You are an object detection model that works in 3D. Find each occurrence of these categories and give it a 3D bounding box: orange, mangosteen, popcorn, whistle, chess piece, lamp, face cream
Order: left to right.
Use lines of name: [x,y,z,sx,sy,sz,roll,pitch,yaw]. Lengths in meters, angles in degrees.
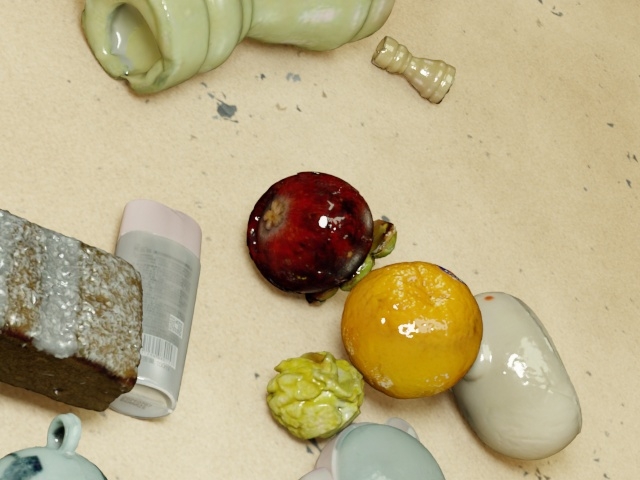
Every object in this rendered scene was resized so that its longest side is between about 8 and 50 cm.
whistle: [-0.276,0.308,1.463,0.163,0.163,0.289,16,86,-30]
face cream: [-0.193,0.074,1.752,0.107,0.073,0.269,27,44,-26]
chess piece: [-0.111,-0.341,2.069,0.442,0.234,0.234,-25,75,-43]
popcorn: [-0.001,0.179,1.802,0.121,0.106,0.116,26,54,-21]
mangosteen: [0.000,0.000,1.909,0.180,0.166,0.166,33,41,-31]
lamp: [0.064,0.298,1.755,0.246,0.108,0.179,-15,66,-45]
orange: [0.111,0.109,1.860,0.178,0.155,0.177,21,37,-17]
chess piece: [0.141,-0.263,2.317,0.122,0.066,0.066,27,44,-14]

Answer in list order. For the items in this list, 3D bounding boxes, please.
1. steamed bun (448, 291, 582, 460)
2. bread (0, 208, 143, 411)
steamed bun: [0.234,0.180,1.958,0.131,0.177,0.228,-23,83,-16]
bread: [-0.368,0.038,1.537,0.416,0.113,0.165,24,44,-32]
